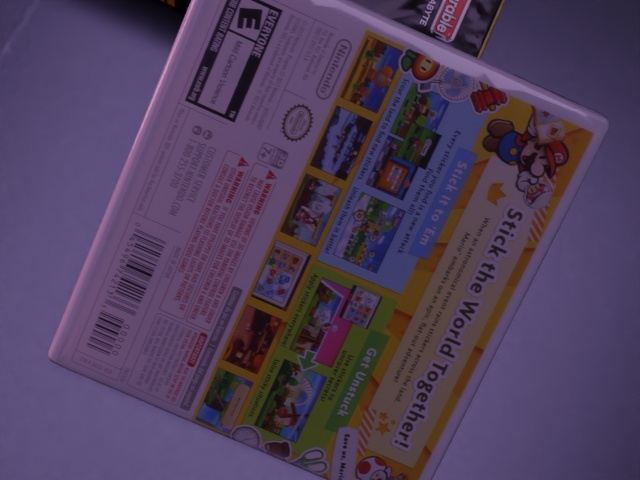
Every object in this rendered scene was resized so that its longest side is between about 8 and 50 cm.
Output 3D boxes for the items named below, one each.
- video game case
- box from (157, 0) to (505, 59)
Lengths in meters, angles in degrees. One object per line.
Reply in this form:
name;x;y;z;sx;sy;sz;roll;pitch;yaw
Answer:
video game case;0.000;0.000;0.579;0.206;0.026;0.227;24;103;-3
box;0.016;-0.258;0.624;0.257;0.079;0.322;25;82;-1
